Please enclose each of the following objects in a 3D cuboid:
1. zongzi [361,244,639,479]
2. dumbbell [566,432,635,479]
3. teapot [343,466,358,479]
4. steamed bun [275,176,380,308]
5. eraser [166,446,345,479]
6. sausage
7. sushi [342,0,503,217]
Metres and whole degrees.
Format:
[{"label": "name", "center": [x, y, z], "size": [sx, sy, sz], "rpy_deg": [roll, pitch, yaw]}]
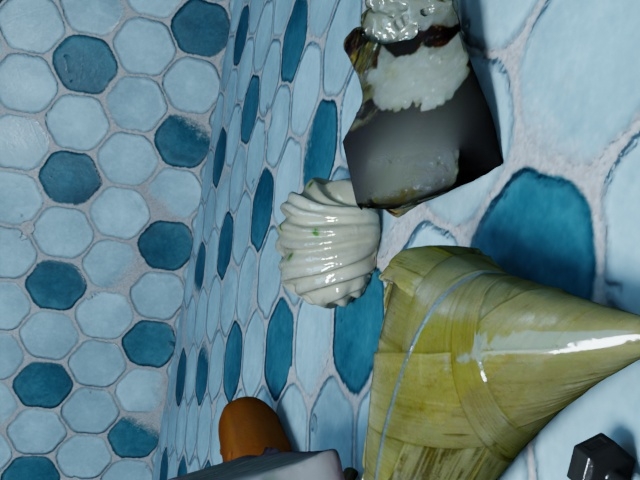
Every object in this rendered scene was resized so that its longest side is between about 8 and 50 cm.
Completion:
[{"label": "zongzi", "center": [0.123, 0.130, 0.507], "size": [0.256, 0.115, 0.228], "rpy_deg": [18, 103, 61]}, {"label": "dumbbell", "center": [0.177, 0.143, 0.418], "size": [0.083, 0.036, 0.040], "rpy_deg": [-143, 63, -70]}, {"label": "teapot", "center": [0.022, 0.292, 0.795], "size": [0.110, 0.080, 0.085], "rpy_deg": [-46, -16, -42]}, {"label": "steamed bun", "center": [0.000, 0.000, 0.917], "size": [0.183, 0.106, 0.182], "rpy_deg": [-171, 90, -74]}, {"label": "eraser", "center": [-0.034, 0.380, 0.663], "size": [0.272, 0.123, 0.358], "rpy_deg": [-35, 69, 65]}, {"label": "sausage", "center": [-0.081, 0.326, 1.038], "size": [0.348, 0.097, 0.093], "rpy_deg": [-130, 43, -66]}, {"label": "sushi", "center": [0.085, -0.158, 0.720], "size": [0.109, 0.135, 0.272], "rpy_deg": [49, -148, -72]}]
